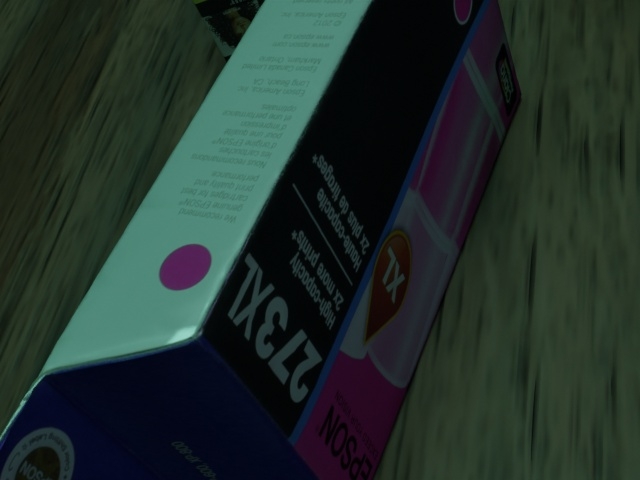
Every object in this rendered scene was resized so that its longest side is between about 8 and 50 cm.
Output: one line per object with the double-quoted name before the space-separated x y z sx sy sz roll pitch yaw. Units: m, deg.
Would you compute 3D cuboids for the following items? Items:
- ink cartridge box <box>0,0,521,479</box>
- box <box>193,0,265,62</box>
"ink cartridge box" 0.000 0.000 0.428 0.069 0.175 0.371 10 58 30
"box" -0.068 -0.227 0.606 0.087 0.232 0.058 -15 46 12
